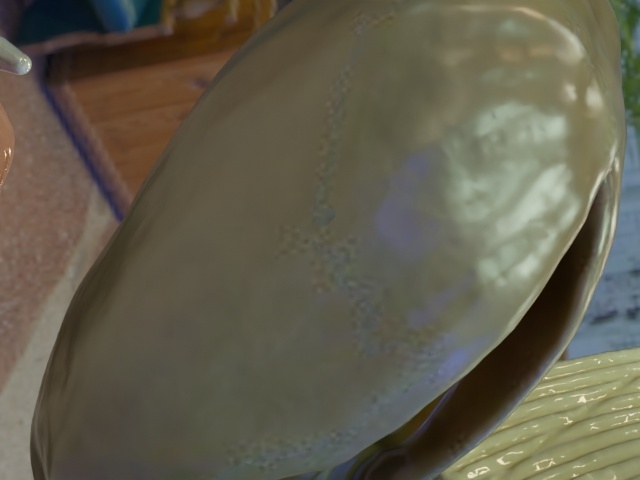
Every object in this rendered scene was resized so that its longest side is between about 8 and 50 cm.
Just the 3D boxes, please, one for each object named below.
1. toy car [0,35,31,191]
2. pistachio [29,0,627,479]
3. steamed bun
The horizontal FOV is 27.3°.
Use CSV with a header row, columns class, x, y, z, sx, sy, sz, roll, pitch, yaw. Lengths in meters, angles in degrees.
class,x,y,z,sx,sy,sz,roll,pitch,yaw
toy car,-0.303,-0.069,0.751,0.212,0.270,0.180,-57,155,-19
pistachio,0.000,0.000,0.511,0.166,0.288,0.197,40,8,-50
steamed bun,0.220,0.264,1.036,0.273,0.290,0.272,36,-41,43
